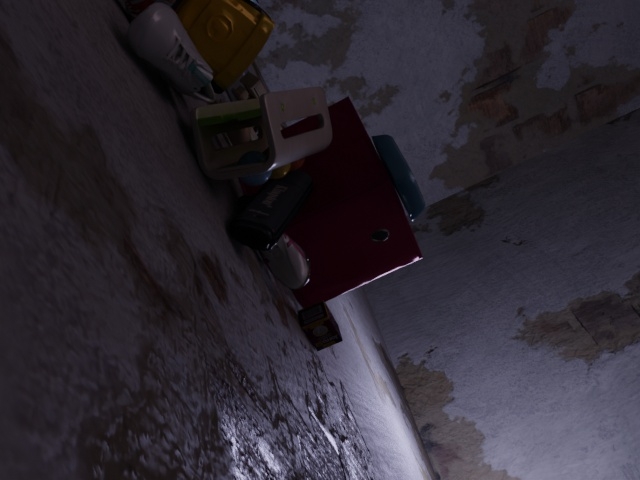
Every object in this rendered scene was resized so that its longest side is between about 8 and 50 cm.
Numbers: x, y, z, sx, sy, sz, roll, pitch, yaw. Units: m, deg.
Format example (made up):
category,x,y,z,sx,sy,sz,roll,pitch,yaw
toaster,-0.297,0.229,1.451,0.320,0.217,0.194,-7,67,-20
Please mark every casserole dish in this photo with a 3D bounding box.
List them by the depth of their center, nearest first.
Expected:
category,x,y,z,sx,sy,sz,roll,pitch,yaw
casserole dish,0.140,-0.117,1.360,0.188,0.037,0.114,-109,171,-48

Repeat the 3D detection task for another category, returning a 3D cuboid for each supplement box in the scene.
category,x,y,z,sx,sy,sz,roll,pitch,yaw
supplement box,-0.001,0.157,1.411,0.043,0.055,0.083,-108,172,-45

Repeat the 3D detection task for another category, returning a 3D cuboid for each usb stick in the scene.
category,x,y,z,sx,sy,sz,roll,pitch,yaw
usb stick,-0.072,-0.057,1.234,0.077,0.045,0.278,23,26,3

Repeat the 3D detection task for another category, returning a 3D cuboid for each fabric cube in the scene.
category,x,y,z,sx,sy,sz,roll,pitch,yaw
fabric cube,0.013,-0.068,1.496,0.254,0.258,0.259,61,6,-48

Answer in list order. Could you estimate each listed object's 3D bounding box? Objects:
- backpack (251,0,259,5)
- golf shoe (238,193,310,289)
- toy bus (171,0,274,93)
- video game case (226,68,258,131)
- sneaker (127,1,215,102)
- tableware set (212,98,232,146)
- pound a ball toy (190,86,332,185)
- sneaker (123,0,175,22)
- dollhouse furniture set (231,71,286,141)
category,x,y,z,sx,sy,sz,roll,pitch,yaw
backpack,-0.263,-0.665,1.900,0.254,0.191,0.225,59,4,30
golf shoe,-0.083,0.003,1.274,0.086,0.067,0.186,18,36,-58
toy bus,-0.212,-0.360,1.243,0.211,0.149,0.220,36,-1,-32
video game case,-0.209,-0.412,2.007,0.269,0.061,0.244,-101,166,-73
sneaker,-0.193,-0.253,1.075,0.094,0.080,0.212,41,-2,12
tableware set,-0.206,-0.291,1.524,0.128,0.039,0.194,-106,171,-62
pound a ball toy,-0.111,-0.165,1.265,0.319,0.208,0.136,-35,116,-68
sneaker,-0.274,-0.346,1.098,0.118,0.067,0.042,22,36,-37
dollhouse furniture set,-0.184,-0.298,1.716,0.161,0.101,0.182,38,-11,34
